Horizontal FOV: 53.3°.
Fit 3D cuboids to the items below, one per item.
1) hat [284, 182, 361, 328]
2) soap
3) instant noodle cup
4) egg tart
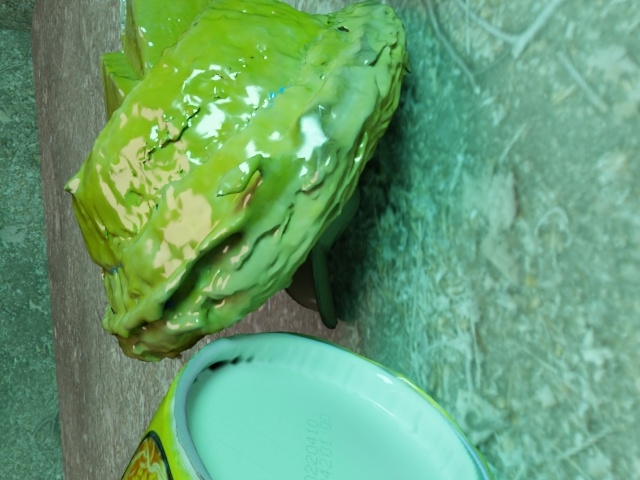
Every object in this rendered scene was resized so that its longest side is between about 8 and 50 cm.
[{"bbox_3d":[0.000,0.000,0.651,0.147,0.085,0.175,33,142,58],"label":"hat"},{"bbox_3d":[-0.179,-0.167,0.837,0.338,0.169,0.304,53,144,44],"label":"soap"},{"bbox_3d":[-0.030,0.241,0.487,0.325,0.326,0.254,47,120,48],"label":"instant noodle cup"},{"bbox_3d":[-0.093,-0.083,0.566,0.388,0.169,0.388,-44,22,23],"label":"egg tart"}]
